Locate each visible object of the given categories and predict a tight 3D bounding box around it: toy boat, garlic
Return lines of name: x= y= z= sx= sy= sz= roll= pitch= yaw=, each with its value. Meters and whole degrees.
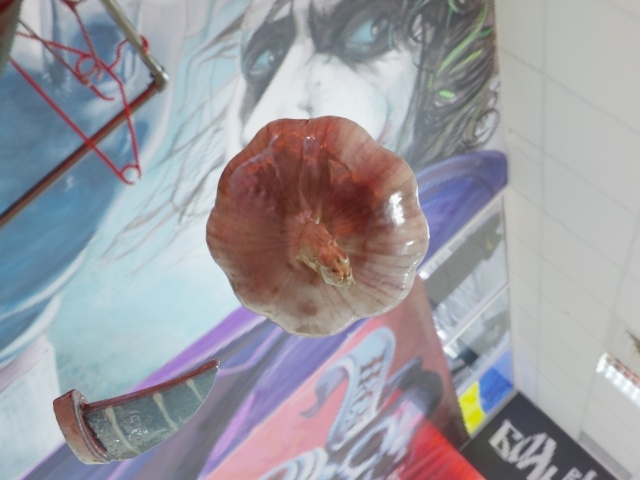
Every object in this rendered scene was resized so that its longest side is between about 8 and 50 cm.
toy boat: x=-0.129 y=0.132 z=0.582 sx=0.034 sy=0.122 sz=0.096 roll=-109 pitch=-174 yaw=-48
garlic: x=0.000 y=0.000 z=0.779 sx=0.245 sy=0.245 sz=0.253 roll=49 pitch=10 yaw=-12
